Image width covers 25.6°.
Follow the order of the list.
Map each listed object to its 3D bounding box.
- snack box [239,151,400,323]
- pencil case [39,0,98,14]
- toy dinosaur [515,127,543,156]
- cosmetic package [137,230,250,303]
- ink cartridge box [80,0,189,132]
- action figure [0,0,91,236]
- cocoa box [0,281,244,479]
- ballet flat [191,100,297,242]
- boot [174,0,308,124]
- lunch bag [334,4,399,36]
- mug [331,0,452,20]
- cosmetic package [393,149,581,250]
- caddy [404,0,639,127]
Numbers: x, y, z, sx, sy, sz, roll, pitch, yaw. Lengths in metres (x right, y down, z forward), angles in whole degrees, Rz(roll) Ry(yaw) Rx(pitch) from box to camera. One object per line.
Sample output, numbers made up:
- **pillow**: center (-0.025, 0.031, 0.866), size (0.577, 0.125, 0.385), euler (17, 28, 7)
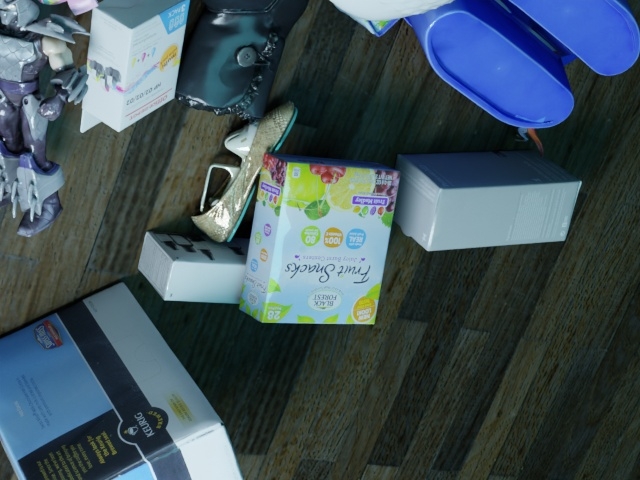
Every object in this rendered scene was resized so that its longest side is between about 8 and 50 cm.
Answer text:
- **snack box**: center (0.000, 0.000, 1.790), size (0.174, 0.070, 0.207), euler (2, 104, -32)
- **pencil case**: center (-0.301, -0.384, 1.486), size (0.124, 0.124, 0.284), euler (-30, 126, -12)
- **toy dinosaur**: center (0.293, -0.175, 1.973), size (0.047, 0.090, 0.082), euler (-46, 162, -20)
- **cosmetic package**: center (-0.107, 0.037, 1.840), size (0.239, 0.099, 0.060), euler (4, 114, -32)
- **ink cartridge box**: center (-0.215, -0.200, 1.621), size (0.104, 0.061, 0.181), euler (-39, 154, -43)
- **action figure**: center (-0.336, -0.156, 1.569), size (0.099, 0.185, 0.285), euler (-37, 139, -46)
- **cocoa box**: center (-0.255, 0.258, 1.719), size (0.228, 0.347, 0.231), euler (-26, 126, -15)
- **ballet flat**: center (-0.103, -0.095, 1.793), size (0.067, 0.073, 0.206), euler (26, 97, -13)
- **boot**: center (-0.129, -0.258, 1.668), size (0.246, 0.094, 0.207), euler (17, 103, -41)
- **lunch bag**: center (0.042, -0.342, 1.698), size (0.096, 0.129, 0.151), euler (-40, 126, -4)
- **mug**: center (0.148, -0.394, 1.492), size (0.328, 0.276, 0.374), euler (-38, 164, 29)
- **cosmetic package**: center (0.225, -0.058, 1.959), size (0.238, 0.127, 0.107), euler (-2, 117, -31)
- **caddy**: center (0.250, -0.304, 1.812), size (0.241, 0.179, 0.341), euler (-39, 132, 25)
